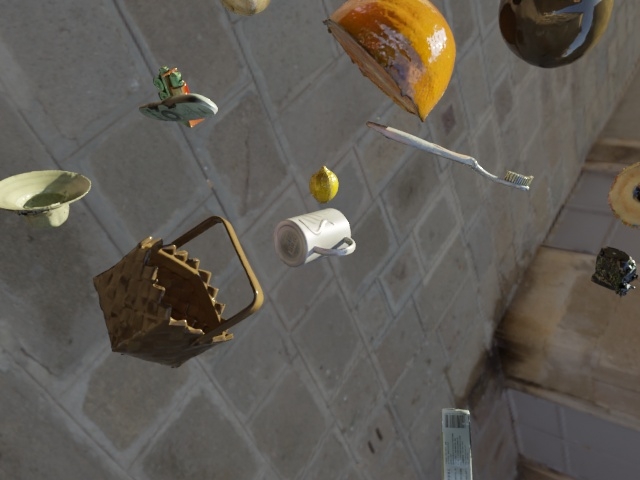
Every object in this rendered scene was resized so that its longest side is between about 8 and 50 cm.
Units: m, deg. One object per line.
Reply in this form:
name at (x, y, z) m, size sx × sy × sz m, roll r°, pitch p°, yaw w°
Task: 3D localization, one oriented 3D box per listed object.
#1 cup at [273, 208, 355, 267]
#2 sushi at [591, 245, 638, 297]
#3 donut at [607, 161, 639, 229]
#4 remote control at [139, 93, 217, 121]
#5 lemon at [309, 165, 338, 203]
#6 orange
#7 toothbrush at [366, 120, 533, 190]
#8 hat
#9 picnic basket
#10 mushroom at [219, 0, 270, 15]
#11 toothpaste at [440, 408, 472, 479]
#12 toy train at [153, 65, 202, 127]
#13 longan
cup at (-0.004, -0.010, 1.172) m, size 0.133 × 0.136 × 0.099 m, roll -16°, pitch 91°, yaw -45°
sushi at (0.630, 0.065, 1.241) m, size 0.056 × 0.084 × 0.083 m, roll -15°, pitch 121°, yaw -14°
donut at (0.759, -0.102, 1.350) m, size 0.068 × 0.175 × 0.174 m, roll 21°, pitch 83°, yaw -47°
remote control at (-0.363, -0.336, 1.483) m, size 0.097 × 0.256 × 0.045 m, roll 28°, pitch 68°, yaw -54°
lemon at (0.007, -0.125, 1.308) m, size 0.065 × 0.065 × 0.092 m, roll -32°, pitch 134°, yaw -43°
orange at (0.126, -0.346, 1.108) m, size 0.310 × 0.275 × 0.274 m, roll -56°, pitch 140°, yaw -48°
toothbrush at (0.260, -0.167, 1.165) m, size 0.376 × 0.028 × 0.037 m, roll 17°, pitch 111°, yaw -14°
hat at (-0.719, -0.088, 1.520) m, size 0.252 × 0.252 × 0.109 m, roll -30°, pitch 132°, yaw -44°
picnic basket at (-0.301, 0.119, 1.322) m, size 0.321 × 0.254 × 0.291 m, roll -33°, pitch 152°, yaw 9°
mushroom at (-0.220, -0.725, 1.677) m, size 0.166 × 0.166 × 0.127 m, roll -41°, pitch 159°, yaw -38°
toothpaste at (0.295, 0.542, 1.264) m, size 0.081 × 0.067 × 0.336 m, roll 75°, pitch 18°, yaw -57°
toy train at (-0.423, -0.432, 1.745) m, size 0.074 × 0.118 × 0.175 m, roll -45°, pitch 144°, yaw -32°
longan at (0.354, -0.359, 0.887) m, size 0.168 × 0.168 × 0.187 m, roll -7°, pitch 112°, yaw -51°
